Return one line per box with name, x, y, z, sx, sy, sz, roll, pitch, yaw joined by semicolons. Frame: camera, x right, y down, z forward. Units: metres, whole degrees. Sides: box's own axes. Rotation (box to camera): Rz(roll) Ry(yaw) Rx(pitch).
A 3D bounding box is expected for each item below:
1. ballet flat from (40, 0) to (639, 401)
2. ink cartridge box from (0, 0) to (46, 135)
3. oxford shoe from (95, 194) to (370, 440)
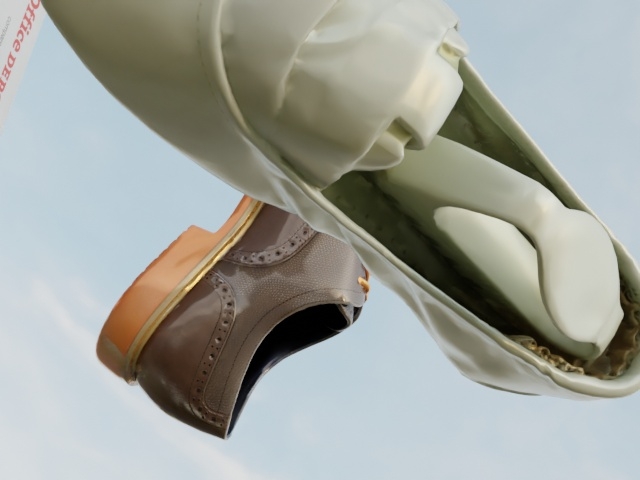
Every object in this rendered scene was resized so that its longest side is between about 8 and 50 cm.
ballet flat;0.041;-0.047;0.728;0.139;0.139;0.400;-8;-38;41
ink cartridge box;-0.394;-0.241;1.535;0.117;0.201;0.278;0;-31;24
oxford shoe;0.000;0.000;1.214;0.132;0.364;0.130;37;-18;17
